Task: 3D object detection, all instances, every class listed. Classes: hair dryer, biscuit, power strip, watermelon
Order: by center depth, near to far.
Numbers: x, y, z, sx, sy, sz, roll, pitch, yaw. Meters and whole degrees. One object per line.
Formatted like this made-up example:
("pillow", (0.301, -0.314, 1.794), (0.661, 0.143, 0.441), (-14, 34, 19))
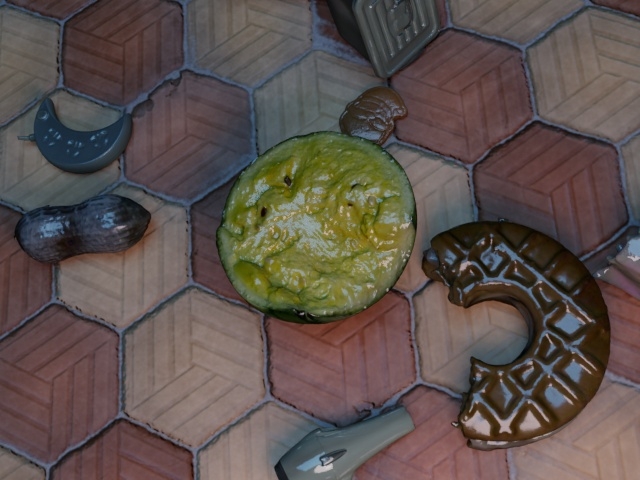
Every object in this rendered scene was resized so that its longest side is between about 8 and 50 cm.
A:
("hair dryer", (0.089, 0.381, 1.345), (0.229, 0.092, 0.267), (-42, 85, -13))
("biscuit", (0.314, 0.134, 1.361), (0.268, 0.115, 0.366), (-10, 72, 5))
("watermelon", (0.000, 0.000, 1.416), (0.330, 0.189, 0.331), (-8, 54, 11))
("biscuit", (0.094, -0.224, 1.562), (0.130, 0.019, 0.102), (-44, 70, -6))
("power strip", (-0.468, -0.196, 1.623), (0.216, 0.044, 0.137), (10, 74, 11))

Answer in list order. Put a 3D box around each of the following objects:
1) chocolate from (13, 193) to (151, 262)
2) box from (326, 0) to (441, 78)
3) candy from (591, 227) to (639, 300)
("chocolate", (-0.423, -0.021, 1.526), (0.248, 0.110, 0.110), (-12, 70, 9))
("box", (0.100, -0.424, 1.523), (0.163, 0.243, 0.135), (-44, 59, -6))
("candy", (0.567, 0.030, 1.346), (0.195, 0.137, 0.185), (36, 80, 15))
